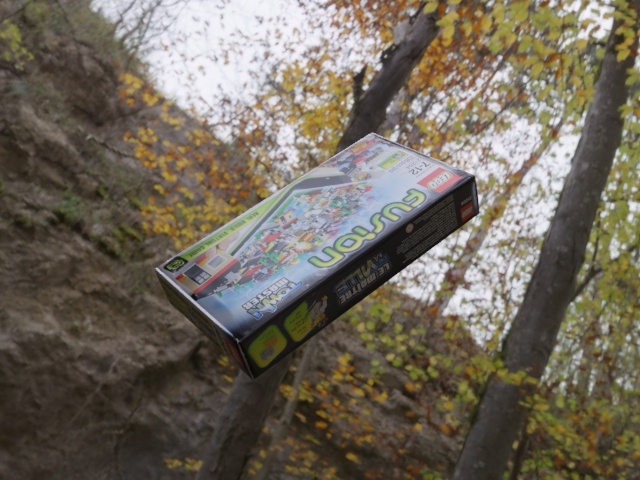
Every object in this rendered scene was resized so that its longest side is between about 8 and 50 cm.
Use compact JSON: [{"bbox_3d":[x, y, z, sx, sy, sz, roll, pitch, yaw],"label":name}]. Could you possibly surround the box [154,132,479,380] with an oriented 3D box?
[{"bbox_3d":[0.000,0.000,0.518,0.114,0.207,0.036,31,-33,45],"label":"box"}]
